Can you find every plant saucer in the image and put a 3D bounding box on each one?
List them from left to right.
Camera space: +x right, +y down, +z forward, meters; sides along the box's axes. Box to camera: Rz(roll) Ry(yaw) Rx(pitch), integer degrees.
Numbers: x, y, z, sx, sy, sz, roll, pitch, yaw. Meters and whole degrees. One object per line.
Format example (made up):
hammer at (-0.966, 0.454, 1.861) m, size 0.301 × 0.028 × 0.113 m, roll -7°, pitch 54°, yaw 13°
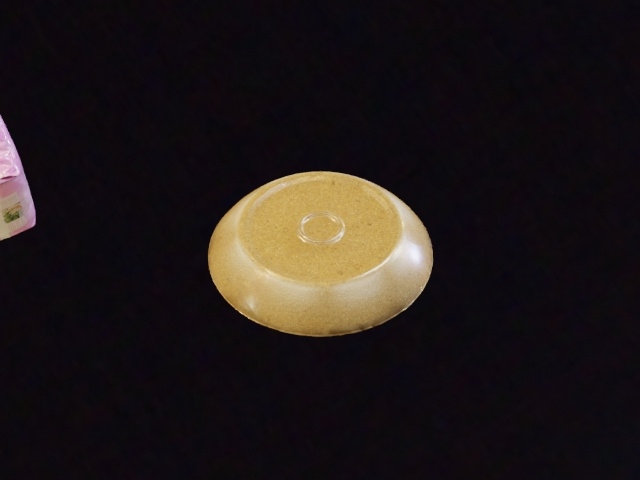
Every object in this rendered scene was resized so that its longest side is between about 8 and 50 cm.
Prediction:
plant saucer at (0.000, 0.000, 0.654) m, size 0.083 × 0.083 × 0.015 m, roll -15°, pitch -43°, yaw -15°

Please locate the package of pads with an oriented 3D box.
package of pads at (-0.129, -0.031, 0.657) m, size 0.032 × 0.050 × 0.083 m, roll -23°, pitch -9°, yaw -9°
